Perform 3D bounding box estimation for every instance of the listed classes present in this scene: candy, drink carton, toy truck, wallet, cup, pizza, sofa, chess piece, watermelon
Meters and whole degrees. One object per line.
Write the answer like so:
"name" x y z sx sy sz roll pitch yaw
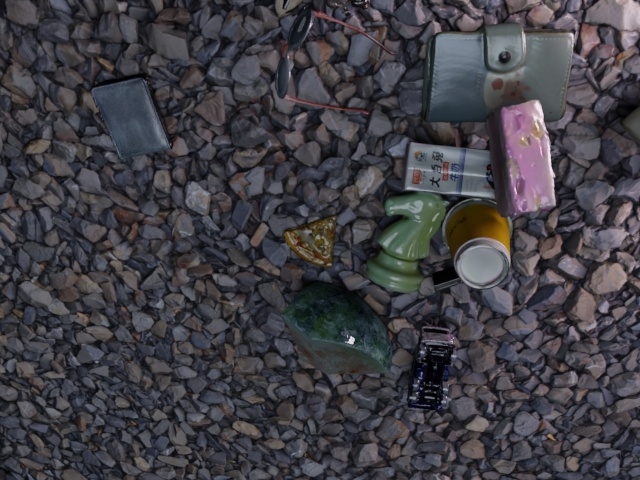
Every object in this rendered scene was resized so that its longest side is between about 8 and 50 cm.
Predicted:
"candy" 0.483 -0.193 1.477 0.115 0.155 0.265 -7 91 5
"drink carton" 0.376 -0.179 1.612 0.314 0.106 0.131 7 92 1
"toy truck" 0.345 0.393 1.925 0.124 0.155 0.268 6 116 2
"wallet" 0.439 -0.410 1.519 0.359 0.083 0.252 0 124 4
"cup" 0.424 0.007 1.638 0.196 0.280 0.197 5 117 9
"pizza" 0.000 0.000 1.806 0.176 0.036 0.184 -38 110 22
"sofa" 0.409 0.117 1.804 0.147 0.085 0.060 -20 112 15
"chess piece" 0.243 -0.015 1.727 0.175 0.176 0.299 16 106 -3
"watermelon" 0.028 0.296 1.876 0.387 0.229 0.258 27 127 -20
"wallet" -0.514 -0.338 1.672 0.167 0.036 0.222 -11 119 10

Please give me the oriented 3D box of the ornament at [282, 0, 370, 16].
"ornament" 0.033 -0.591 1.431 0.195 0.153 0.166 22 120 -17

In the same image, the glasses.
"glasses" 0.026 -0.445 1.562 0.268 0.118 0.234 11 119 -24

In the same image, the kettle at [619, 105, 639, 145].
"kettle" 0.935 -0.305 1.461 0.265 0.205 0.318 38 113 -12
